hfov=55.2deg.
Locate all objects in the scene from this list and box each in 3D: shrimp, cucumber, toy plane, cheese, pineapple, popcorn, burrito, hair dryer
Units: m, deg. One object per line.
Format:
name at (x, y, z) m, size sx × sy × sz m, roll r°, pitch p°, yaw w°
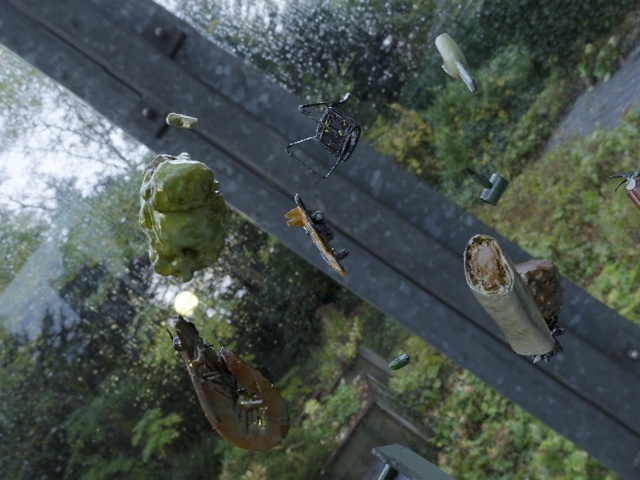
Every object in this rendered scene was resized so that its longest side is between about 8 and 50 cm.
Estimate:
shrimp at (-0.144, 0.235, 1.001) m, size 0.152 × 0.287 × 0.063 m, roll -14°, pitch 24°, yaw 27°
cucumber at (0.270, 0.406, 2.051) m, size 0.039 × 0.039 × 0.168 m, roll -54°, pitch -1°, yaw -29°
toy plane at (0.010, -0.007, 2.066) m, size 0.103 × 0.316 × 0.204 m, roll -37°, pitch -28°, yaw -14°
cheese at (0.356, -0.449, 1.585) m, size 0.049 × 0.127 × 0.235 m, roll -26°, pitch 44°, yaw 10°
cheese at (-0.368, -0.315, 1.629) m, size 0.044 × 0.083 × 0.030 m, roll -78°, pitch 0°, yaw -62°
pineapple at (0.577, 0.196, 1.623) m, size 0.157 × 0.279 × 0.158 m, roll -13°, pitch 5°, yaw 1°
popcorn at (-0.292, -0.066, 1.262) m, size 0.173 × 0.225 × 0.286 m, roll -15°, pitch -47°, yaw -21°
burrito at (0.428, 0.133, 1.403) m, size 0.105 × 0.299 × 0.143 m, roll -26°, pitch 29°, yaw 25°
hair dryer at (0.397, -0.144, 1.493) m, size 0.047 × 0.150 × 0.071 m, roll 33°, pitch 95°, yaw 51°

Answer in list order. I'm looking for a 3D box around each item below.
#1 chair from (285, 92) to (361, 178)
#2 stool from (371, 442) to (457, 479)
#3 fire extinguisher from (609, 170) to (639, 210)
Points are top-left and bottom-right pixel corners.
chair at (0.039, -0.283, 1.604) m, size 0.221 × 0.145 × 0.140 m, roll -34°, pitch -23°, yaw -46°
stool at (0.119, 0.480, 0.984) m, size 0.244 × 0.170 × 0.270 m, roll -59°, pitch -23°, yaw -7°
fire extinguisher at (0.561, -0.058, 1.038) m, size 0.062 × 0.177 × 0.050 m, roll -37°, pitch -39°, yaw 22°
